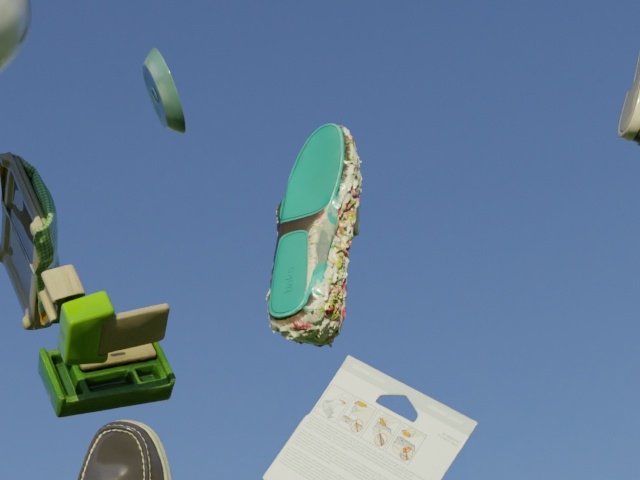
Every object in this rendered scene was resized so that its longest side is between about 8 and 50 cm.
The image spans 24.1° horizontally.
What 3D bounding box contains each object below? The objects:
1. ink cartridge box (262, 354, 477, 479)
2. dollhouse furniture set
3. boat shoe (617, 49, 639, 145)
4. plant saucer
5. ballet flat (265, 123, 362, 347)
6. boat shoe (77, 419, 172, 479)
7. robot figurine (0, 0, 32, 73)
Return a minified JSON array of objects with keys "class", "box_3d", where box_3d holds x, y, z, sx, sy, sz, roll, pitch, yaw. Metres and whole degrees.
[{"class":"ink cartridge box","box_3d":[0.080,0.331,2.269,0.275,0.239,0.060,25,-17,39]},{"class":"dollhouse furniture set","box_3d":[-0.297,0.042,1.896,0.151,0.301,0.197,-10,-42,-25]},{"class":"boat shoe","box_3d":[0.356,-0.184,1.500,0.065,0.206,0.075,21,-15,-2]},{"class":"plant saucer","box_3d":[-0.207,-0.191,1.950,0.021,0.119,0.119,-20,-27,-14]},{"class":"ballet flat","box_3d":[0.000,0.000,1.463,0.091,0.241,0.077,-11,-38,35]},{"class":"boat shoe","box_3d":[-0.209,0.314,1.453,0.103,0.285,0.092,7,-11,12]},{"class":"robot figurine","box_3d":[-0.439,-0.313,1.673,0.200,0.353,0.300,-21,-12,24]}]
